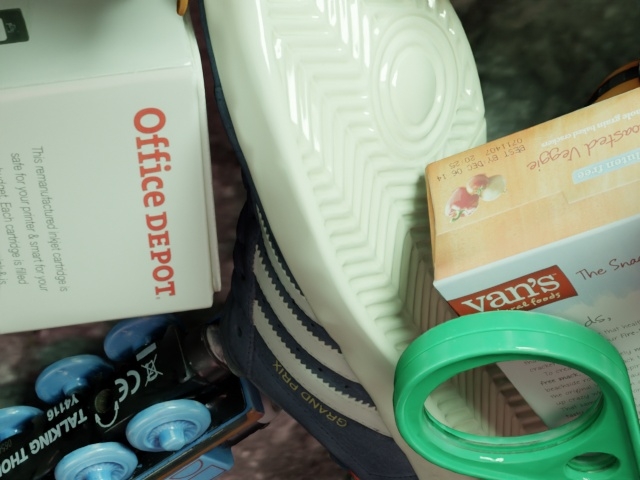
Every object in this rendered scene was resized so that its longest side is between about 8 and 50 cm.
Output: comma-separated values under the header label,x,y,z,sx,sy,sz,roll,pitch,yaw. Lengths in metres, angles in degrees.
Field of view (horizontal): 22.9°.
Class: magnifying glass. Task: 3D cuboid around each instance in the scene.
label,x,y,z,sx,sy,sz,roll,pitch,yaw
magnifying glass,0.120,0.093,0.672,0.092,0.026,0.231,-30,131,31

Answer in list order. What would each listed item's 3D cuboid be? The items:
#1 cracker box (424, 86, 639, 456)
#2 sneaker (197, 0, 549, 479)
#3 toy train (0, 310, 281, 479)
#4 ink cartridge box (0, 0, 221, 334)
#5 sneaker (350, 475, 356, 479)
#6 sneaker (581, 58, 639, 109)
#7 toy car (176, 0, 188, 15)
label,x,y,z,sx,sy,sz,roll,pitch,yaw
cracker box,0.162,0.031,0.664,0.155,0.067,0.232,-19,138,21
sneaker,0.000,0.000,0.708,0.148,0.131,0.350,10,135,39
toy train,-0.102,0.104,0.831,0.184,0.080,0.105,-35,145,21
ink cartridge box,-0.149,-0.034,0.644,0.203,0.086,0.148,-8,140,-7
sneaker,0.042,0.245,0.991,0.127,0.126,0.321,14,132,-21
sneaker,0.239,0.009,0.787,0.321,0.124,0.180,22,134,-21
toy car,-0.039,-0.142,0.476,0.219,0.210,0.238,2,152,-2
